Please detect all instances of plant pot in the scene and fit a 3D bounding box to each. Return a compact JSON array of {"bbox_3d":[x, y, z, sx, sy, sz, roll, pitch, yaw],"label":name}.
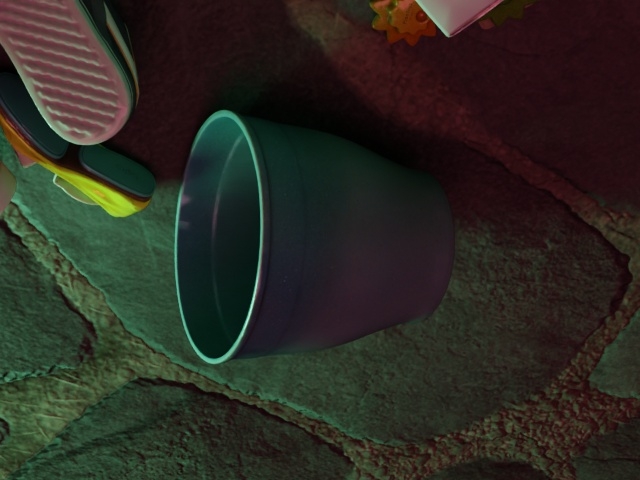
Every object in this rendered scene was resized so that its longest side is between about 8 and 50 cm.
[{"bbox_3d":[0.000,0.000,1.215,0.255,0.271,0.271,2,128,-25],"label":"plant pot"}]

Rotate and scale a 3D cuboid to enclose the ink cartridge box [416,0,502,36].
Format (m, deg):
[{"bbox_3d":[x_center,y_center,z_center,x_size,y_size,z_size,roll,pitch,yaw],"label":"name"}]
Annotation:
[{"bbox_3d":[0.070,-0.345,0.915,0.129,0.307,0.223,-35,122,20],"label":"ink cartridge box"}]

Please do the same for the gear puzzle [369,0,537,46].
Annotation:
[{"bbox_3d":[0.197,-0.307,1.120,0.339,0.044,0.175,-28,125,15],"label":"gear puzzle"}]

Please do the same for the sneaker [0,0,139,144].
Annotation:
[{"bbox_3d":[-0.282,-0.249,1.084,0.126,0.127,0.321,-21,102,3],"label":"sneaker"}]

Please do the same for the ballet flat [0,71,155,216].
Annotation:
[{"bbox_3d":[-0.292,-0.096,1.223,0.231,0.077,0.077,36,132,-29],"label":"ballet flat"}]

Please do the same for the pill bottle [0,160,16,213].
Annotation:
[{"bbox_3d":[-0.461,-0.137,1.103,0.181,0.181,0.323,-27,125,15],"label":"pill bottle"}]
